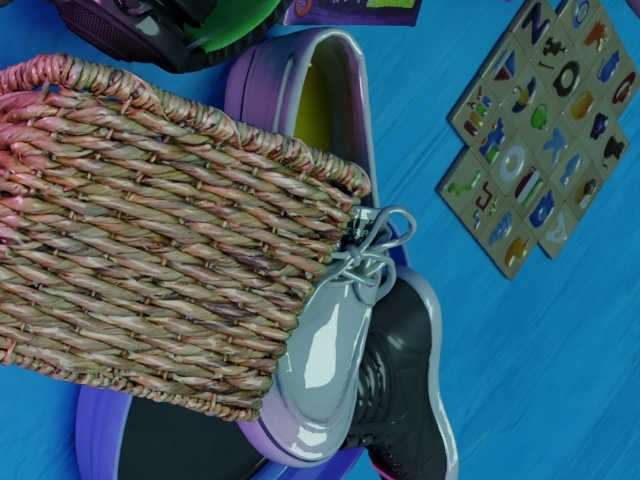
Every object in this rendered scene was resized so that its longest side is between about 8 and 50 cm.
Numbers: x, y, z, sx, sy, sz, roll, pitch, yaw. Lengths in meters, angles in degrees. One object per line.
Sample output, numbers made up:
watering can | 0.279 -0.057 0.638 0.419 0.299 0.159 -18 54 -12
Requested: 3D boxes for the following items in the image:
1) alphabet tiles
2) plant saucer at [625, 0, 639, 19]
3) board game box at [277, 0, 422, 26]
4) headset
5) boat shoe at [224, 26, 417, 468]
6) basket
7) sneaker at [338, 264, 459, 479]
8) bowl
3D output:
alphabet tiles | 0.246 -0.118 1.922 0.285 0.011 0.342 -56 145 -9
plant saucer | 0.288 -0.359 1.596 0.100 0.400 0.400 -8 130 0
board game box | 0.057 -0.352 1.481 0.208 0.056 0.347 -12 122 -58
headset | -0.106 -0.224 1.241 0.394 0.185 0.243 -12 126 -51
boat shoe | 0.007 -0.001 1.435 0.136 0.156 0.367 9 76 -34
basket | -0.154 -0.026 1.287 0.299 0.213 0.223 17 103 -38
sneaker | 0.045 0.178 1.663 0.147 0.104 0.296 -31 129 -34
bowl | -0.068 0.125 1.631 0.391 0.077 0.391 -30 134 -37
